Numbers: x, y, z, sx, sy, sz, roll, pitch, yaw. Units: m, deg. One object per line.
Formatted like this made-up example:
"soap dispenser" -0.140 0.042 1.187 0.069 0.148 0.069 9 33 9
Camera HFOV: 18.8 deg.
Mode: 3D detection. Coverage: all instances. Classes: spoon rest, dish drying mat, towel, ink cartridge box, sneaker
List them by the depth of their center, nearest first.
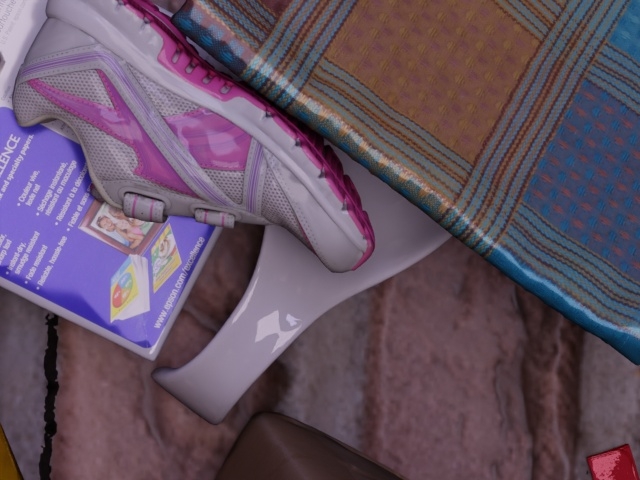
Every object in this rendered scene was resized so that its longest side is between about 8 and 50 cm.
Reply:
"sneaker" -0.080 -0.054 1.171 0.252 0.103 0.111 38 99 2
"towel" 0.118 -0.119 1.220 0.370 0.040 0.271 36 57 -9
"ink cartridge box" -0.151 -0.061 1.230 0.208 0.045 0.206 28 88 -12
"spoon rest" 0.000 0.000 1.241 0.137 0.084 0.276 37 87 -10
"dish drying mat" 0.208 0.183 1.324 0.032 0.008 0.083 -17 96 -8

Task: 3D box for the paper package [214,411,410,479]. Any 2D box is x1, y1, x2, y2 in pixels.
"paper package" -0.023 0.284 1.130 0.168 0.325 0.309 29 88 -9

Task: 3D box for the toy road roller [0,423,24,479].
"toy road roller" -0.296 0.124 1.163 0.202 0.240 0.329 -21 133 -9
